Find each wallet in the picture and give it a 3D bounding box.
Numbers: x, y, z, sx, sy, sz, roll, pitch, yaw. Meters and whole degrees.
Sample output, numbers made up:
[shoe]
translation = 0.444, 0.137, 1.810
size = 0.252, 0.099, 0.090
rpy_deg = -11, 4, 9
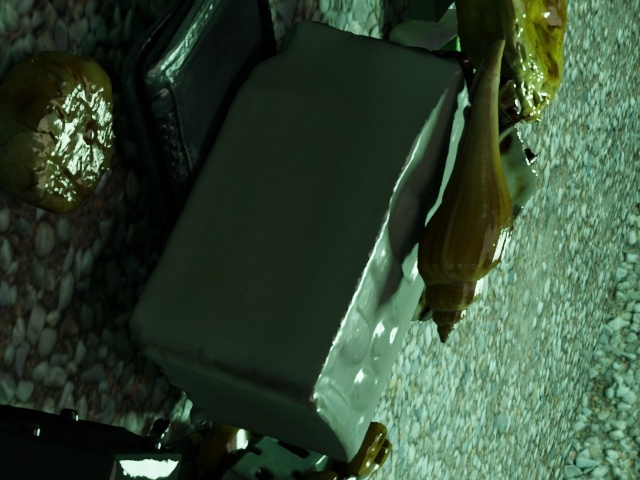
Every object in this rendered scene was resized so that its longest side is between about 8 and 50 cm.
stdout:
[wallet]
translation = -0.119, -0.159, 1.686
size = 0.342, 0.075, 0.237
rpy_deg = 80, 33, -58

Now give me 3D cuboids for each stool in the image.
[stool]
translation = -0.244, 0.225, 1.416
size = 0.232, 0.232, 0.141
rpy_deg = 14, 89, -67

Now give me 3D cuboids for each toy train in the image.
[toy train]
translation = -0.045, 0.306, 1.977
size = 0.369, 0.163, 0.231
rpy_deg = -36, 150, -58

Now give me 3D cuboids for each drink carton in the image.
[drink carton]
translation = 0.170, -0.196, 2.349
size = 0.161, 0.108, 0.271
rpy_deg = -40, 134, -60

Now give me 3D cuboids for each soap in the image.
[soap]
translation = 0.000, 0.000, 1.760
size = 0.350, 0.213, 0.435
rpy_deg = 66, 44, -65

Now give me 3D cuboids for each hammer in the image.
[hammer]
translation = -0.154, 0.235, 1.884
size = 0.201, 0.021, 0.078
rpy_deg = -10, 109, -66

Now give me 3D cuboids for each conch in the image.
[conch]
translation = 0.171, -0.050, 1.724
size = 0.109, 0.093, 0.330
rpy_deg = 9, 98, -77

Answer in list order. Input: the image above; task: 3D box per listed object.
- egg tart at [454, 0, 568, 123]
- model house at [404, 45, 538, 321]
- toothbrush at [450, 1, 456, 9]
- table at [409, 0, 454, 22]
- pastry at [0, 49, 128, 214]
[egg tart]
translation = 0.247, -0.327, 2.109
size = 0.341, 0.129, 0.341
rpy_deg = 0, 90, -76
[model house]
translation = 0.128, -0.112, 2.126
size = 0.297, 0.282, 0.317
rpy_deg = -32, 146, 3
[toothbrush]
translation = 0.214, -0.331, 2.486
size = 0.413, 0.042, 0.035
rpy_deg = 51, 53, -64
[table]
translation = 0.151, -0.411, 2.200
size = 0.240, 0.111, 0.121
rpy_deg = -53, 145, -48
[pastry]
translation = -0.243, -0.098, 1.449
size = 0.153, 0.081, 0.153
rpy_deg = -32, 131, -47
